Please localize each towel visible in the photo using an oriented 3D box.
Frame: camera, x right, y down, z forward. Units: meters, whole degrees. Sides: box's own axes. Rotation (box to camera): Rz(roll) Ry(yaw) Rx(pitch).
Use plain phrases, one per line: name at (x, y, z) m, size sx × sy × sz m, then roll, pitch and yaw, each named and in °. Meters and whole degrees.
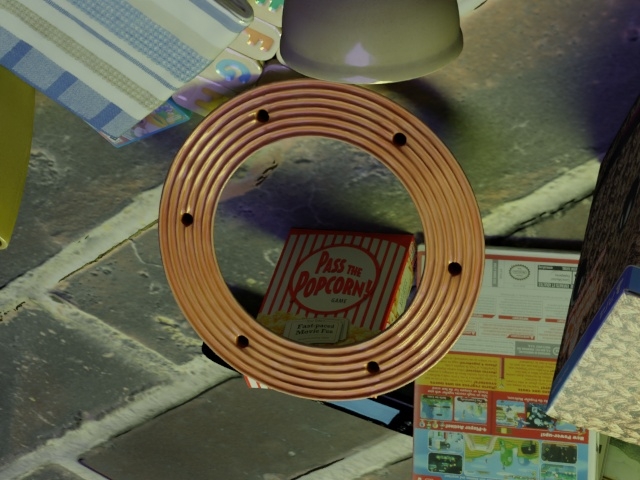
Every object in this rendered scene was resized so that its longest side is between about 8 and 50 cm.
towel at (-0.210, -0.212, 1.783) m, size 0.209 × 0.034 × 0.285 m, roll 35°, pitch 144°, yaw -17°

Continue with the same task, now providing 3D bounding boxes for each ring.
ring at (0.000, 0.000, 1.860) m, size 0.336 × 0.032 × 0.337 m, roll 5°, pitch 109°, yaw 14°

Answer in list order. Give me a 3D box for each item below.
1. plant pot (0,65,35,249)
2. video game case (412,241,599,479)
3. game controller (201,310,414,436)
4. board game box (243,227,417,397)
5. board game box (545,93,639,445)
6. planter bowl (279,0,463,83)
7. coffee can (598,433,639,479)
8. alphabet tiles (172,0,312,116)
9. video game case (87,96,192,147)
plant pot at (-0.416, -0.119, 1.914) m, size 0.212 × 0.187 × 0.212 m, roll -7°, pitch 140°, yaw 41°
video game case at (0.199, 0.149, 1.996) m, size 0.204 × 0.285 × 0.025 m, roll 4°, pitch -173°, yaw 21°
game controller at (0.011, 0.170, 2.240) m, size 0.319 × 0.067 × 0.166 m, roll 21°, pitch 155°, yaw -2°
board game box at (0.012, 0.075, 2.001) m, size 0.146 × 0.193 × 0.045 m, roll 3°, pitch 139°, yaw 20°
board game box at (0.324, 0.006, 1.668) m, size 0.141 × 0.291 × 0.232 m, roll 18°, pitch 146°, yaw -1°
planter bowl at (0.043, -0.217, 1.615) m, size 0.162 × 0.162 × 0.109 m, roll 7°, pitch 121°, yaw 16°
coffee can at (0.286, 0.294, 2.121) m, size 0.201 × 0.275 × 0.201 m, roll 12°, pitch 147°, yaw 8°
alphabet tiles at (-0.101, -0.215, 1.775) m, size 0.278 × 0.021 × 0.284 m, roll 24°, pitch 143°, yaw -12°
video game case at (-0.228, -0.163, 1.929) m, size 0.119 × 0.015 × 0.166 m, roll -17°, pitch 134°, yaw 41°
